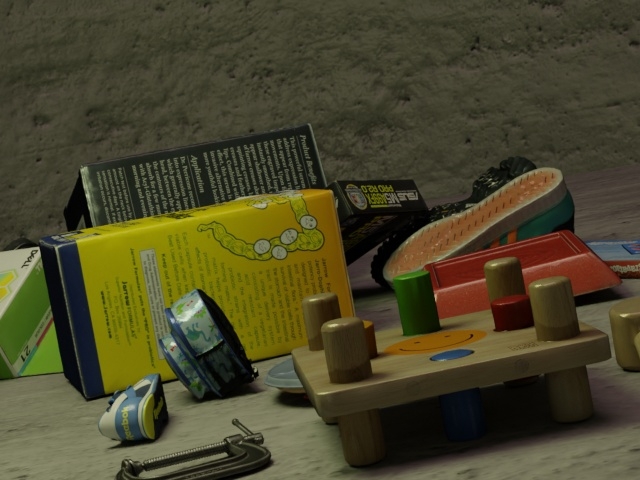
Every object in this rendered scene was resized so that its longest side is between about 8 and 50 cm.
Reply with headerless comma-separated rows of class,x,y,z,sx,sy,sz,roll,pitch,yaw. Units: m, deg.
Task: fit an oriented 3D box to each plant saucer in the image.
plant saucer,0.243,0.044,1.953,0.258,0.048,0.259,-14,9,3

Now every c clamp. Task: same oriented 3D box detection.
c clamp,-0.115,0.199,1.339,0.160,0.022,0.137,-12,11,-28

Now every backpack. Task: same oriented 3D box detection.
backpack,-0.135,0.118,1.685,0.084,0.114,0.105,-31,9,-5

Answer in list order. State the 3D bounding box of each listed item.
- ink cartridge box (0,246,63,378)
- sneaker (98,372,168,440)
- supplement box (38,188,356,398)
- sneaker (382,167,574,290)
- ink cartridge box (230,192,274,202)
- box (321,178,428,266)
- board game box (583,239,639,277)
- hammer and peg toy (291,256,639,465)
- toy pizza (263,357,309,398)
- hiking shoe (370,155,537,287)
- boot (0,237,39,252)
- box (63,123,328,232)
ink cartridge box,-0.407,0.098,2.118,0.255,0.097,0.189,-8,35,24
sneaker,-0.192,0.173,1.556,0.059,0.053,0.144,-12,4,5
supplement box,-0.160,0.059,1.918,0.356,0.195,0.194,-11,6,-17
sneaker,0.242,0.016,2.197,0.302,0.121,0.108,-28,29,-2
ink cartridge box,-0.136,0.036,2.165,0.232,0.189,0.066,-5,-18,32
box,0.000,0.000,2.261,0.270,0.060,0.216,-35,-18,30
board game box,0.420,0.025,2.070,0.145,0.027,0.281,-16,8,-33
hammer and peg toy,0.160,0.090,1.348,0.361,0.127,0.266,-11,5,-4
toy pizza,0.040,0.138,1.597,0.201,0.032,0.201,-11,6,1
hiking shoe,0.223,0.002,2.295,0.304,0.132,0.113,-32,18,7
boot,-0.472,0.121,2.297,0.246,0.094,0.207,-47,44,-13
box,-0.205,-0.028,2.507,0.395,0.212,0.293,-11,-9,-17
